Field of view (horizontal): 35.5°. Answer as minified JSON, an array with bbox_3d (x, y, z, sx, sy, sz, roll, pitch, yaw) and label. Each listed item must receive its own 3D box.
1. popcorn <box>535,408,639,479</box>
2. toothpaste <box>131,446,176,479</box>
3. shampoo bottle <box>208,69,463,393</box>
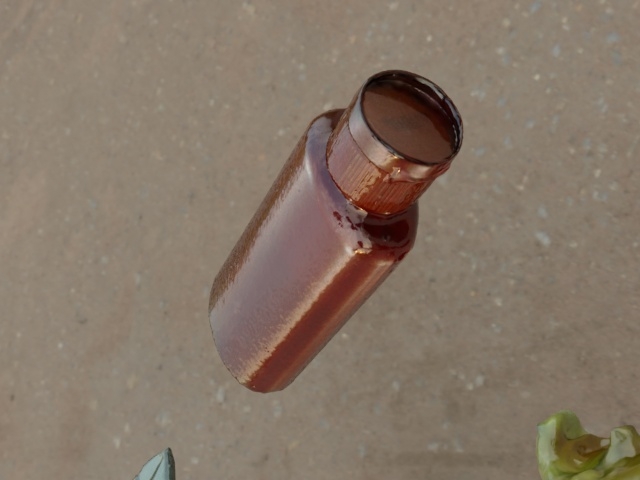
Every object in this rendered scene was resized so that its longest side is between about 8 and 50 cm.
[{"bbox_3d":[0.347,0.326,1.009,0.335,0.274,0.279,-22,26,46],"label":"popcorn"},{"bbox_3d":[-0.069,0.193,0.407,0.064,0.041,0.218,-48,39,36],"label":"toothpaste"},{"bbox_3d":[0.000,0.000,0.600,0.260,0.064,0.102,-52,47,53],"label":"shampoo bottle"}]
